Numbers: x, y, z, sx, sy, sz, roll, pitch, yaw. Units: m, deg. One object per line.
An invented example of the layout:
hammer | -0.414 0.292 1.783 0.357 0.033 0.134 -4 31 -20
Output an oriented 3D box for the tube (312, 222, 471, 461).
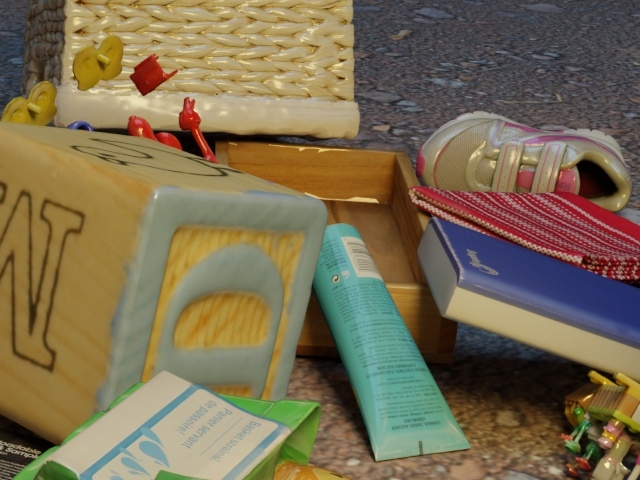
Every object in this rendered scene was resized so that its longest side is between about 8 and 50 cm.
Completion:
tube | 0.042 0.079 1.271 0.080 0.052 0.207 -8 51 -22

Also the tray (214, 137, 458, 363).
tray | 0.000 0.000 1.544 0.202 0.076 0.411 3 18 -5

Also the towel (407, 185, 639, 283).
towel | 0.234 -0.009 1.584 0.199 0.031 0.275 28 16 34

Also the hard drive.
hard drive | 0.240 0.069 1.304 0.318 0.040 0.210 19 11 -6

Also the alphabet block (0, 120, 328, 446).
alphabet block | -0.140 0.034 1.176 0.197 0.193 0.192 20 9 37

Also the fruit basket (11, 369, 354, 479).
fruit basket | 0.005 0.197 0.839 0.353 0.165 0.327 16 21 18

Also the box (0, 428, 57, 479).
box | -0.209 0.170 1.059 0.116 0.029 0.162 12 21 16

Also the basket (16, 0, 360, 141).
basket | -0.155 -0.242 1.802 0.331 0.267 0.328 -1 4 -17

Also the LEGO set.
LEGO set | 0.228 0.168 1.136 0.132 0.107 0.287 35 -6 -36

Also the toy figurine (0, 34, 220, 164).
toy figurine | -0.265 0.001 1.429 0.217 0.191 0.362 -28 13 46

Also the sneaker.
sneaker | 0.229 -0.077 1.784 0.252 0.103 0.111 0 18 -15
